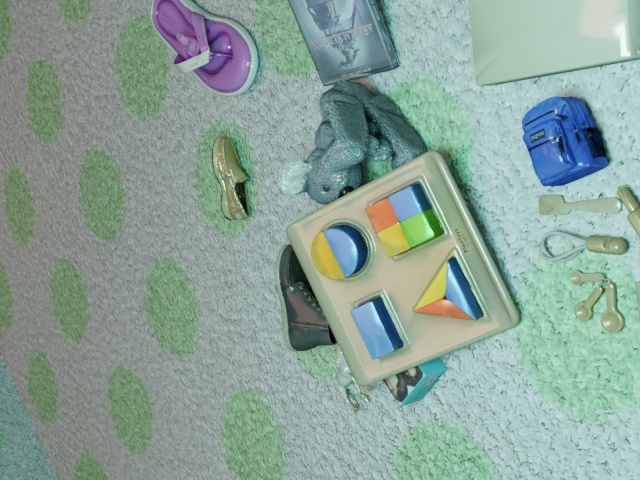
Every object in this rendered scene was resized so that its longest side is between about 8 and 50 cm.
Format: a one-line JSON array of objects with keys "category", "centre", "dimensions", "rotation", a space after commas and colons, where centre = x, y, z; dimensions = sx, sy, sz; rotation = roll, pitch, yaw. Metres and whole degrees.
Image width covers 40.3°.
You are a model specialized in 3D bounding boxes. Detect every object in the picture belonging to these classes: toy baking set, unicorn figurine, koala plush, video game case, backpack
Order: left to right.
[{"category": "video game case", "centre": [0.022, -0.424, 1.583], "dimensions": [0.196, 0.026, 0.274], "rotation": [-2, 116, 50]}, {"category": "koala plush", "centre": [0.042, -0.150, 1.577], "dimensions": [0.221, 0.196, 0.203], "rotation": [-56, 44, 40]}, {"category": "unicorn figurine", "centre": [0.059, 0.264, 1.717], "dimensions": [0.111, 0.060, 0.162], "rotation": [51, 132, 30]}, {"category": "backpack", "centre": [0.348, -0.150, 1.266], "dimensions": [0.098, 0.101, 0.120], "rotation": [-23, 75, 43]}, {"category": "toy baking set", "centre": [0.412, 0.020, 1.273], "dimensions": [0.197, 0.030, 0.256], "rotation": [-41, 66, 46]}]

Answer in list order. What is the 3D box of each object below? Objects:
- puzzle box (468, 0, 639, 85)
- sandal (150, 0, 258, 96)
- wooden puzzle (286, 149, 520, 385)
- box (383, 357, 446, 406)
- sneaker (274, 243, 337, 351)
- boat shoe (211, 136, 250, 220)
[{"category": "puzzle box", "centre": [0.329, -0.446, 1.268], "dimensions": [0.272, 0.052, 0.409], "rotation": [0, 97, 50]}, {"category": "sandal", "centre": [-0.289, -0.442, 1.965], "dimensions": [0.416, 0.102, 0.169], "rotation": [39, 125, 39]}, {"category": "wooden puzzle", "centre": [0.120, 0.060, 1.486], "dimensions": [0.348, 0.080, 0.322], "rotation": [-27, 87, 31]}, {"category": "box", "centre": [0.124, 0.178, 1.623], "dimensions": [0.244, 0.060, 0.100], "rotation": [55, 134, 28]}, {"category": "sneaker", "centre": [-0.019, 0.112, 1.784], "dimensions": [0.118, 0.083, 0.222], "rotation": [-11, 85, 35]}, {"category": "boat shoe", "centre": [-0.188, -0.140, 1.943], "dimensions": [0.072, 0.068, 0.190], "rotation": [-2, 105, 38]}]
